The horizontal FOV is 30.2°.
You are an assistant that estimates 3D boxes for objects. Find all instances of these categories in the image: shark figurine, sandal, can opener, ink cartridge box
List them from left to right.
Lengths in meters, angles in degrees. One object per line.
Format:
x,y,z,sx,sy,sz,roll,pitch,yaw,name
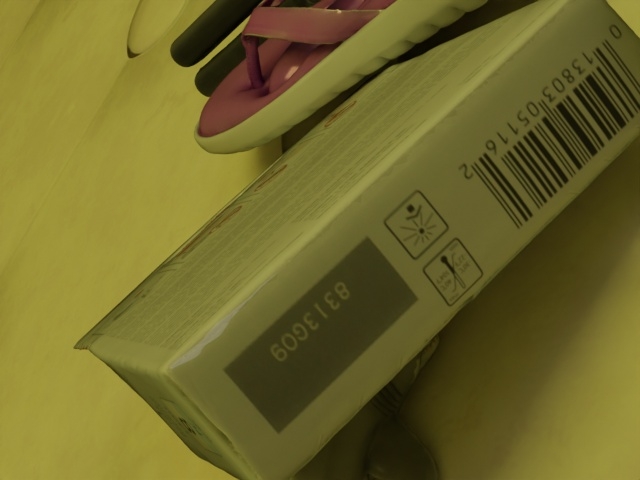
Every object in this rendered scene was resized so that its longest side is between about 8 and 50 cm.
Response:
-0.021,-0.240,1.097,0.283,0.076,0.095,-35,7,37,can opener
-0.006,0.152,0.696,0.166,0.116,0.278,-32,39,41,shark figurine
0.000,0.000,0.761,0.308,0.091,0.385,-43,10,-16,ink cartridge box
0.028,-0.197,0.901,0.416,0.102,0.169,-27,24,42,sandal
